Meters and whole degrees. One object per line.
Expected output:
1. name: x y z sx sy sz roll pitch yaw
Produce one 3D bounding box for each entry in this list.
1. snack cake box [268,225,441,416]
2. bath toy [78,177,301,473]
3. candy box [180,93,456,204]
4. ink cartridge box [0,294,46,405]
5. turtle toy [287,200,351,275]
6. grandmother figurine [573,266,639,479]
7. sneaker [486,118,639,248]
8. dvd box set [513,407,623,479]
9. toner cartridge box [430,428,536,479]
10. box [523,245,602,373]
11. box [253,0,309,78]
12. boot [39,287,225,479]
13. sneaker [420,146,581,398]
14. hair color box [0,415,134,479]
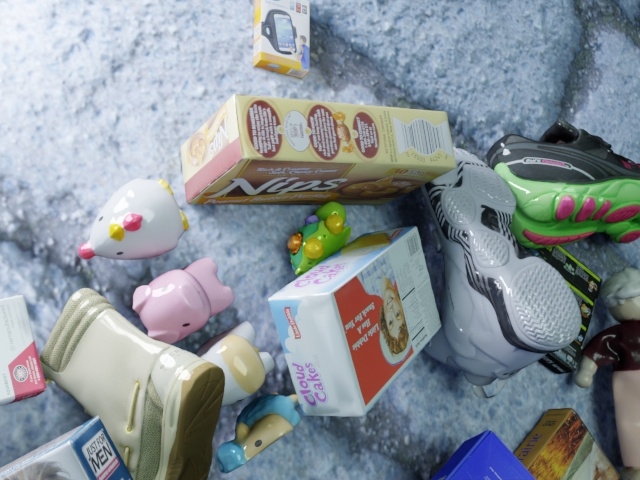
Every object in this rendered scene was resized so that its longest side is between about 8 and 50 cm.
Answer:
1. snack cake box: 0.055 0.094 1.037 0.264 0.089 0.152 -32 111 -57
2. bath toy: -0.158 0.091 0.958 0.129 0.151 0.348 -31 89 -25
3. candy box: -0.003 -0.110 1.081 0.316 0.183 0.088 0 75 -31
4. ink cartridge box: -0.381 0.129 0.861 0.150 0.063 0.109 -13 83 -33
5. turtle toy: 0.000 0.000 1.115 0.066 0.095 0.130 23 55 25
6. grandmother figurine: 0.508 0.209 1.317 0.207 0.104 0.343 3 73 -10
7. sneaker: 0.457 -0.108 1.348 0.482 0.185 0.202 0 58 -42
8. dvd box set: 0.319 0.490 1.168 0.420 0.062 0.308 -38 96 -33
9. toner cartridge box: 0.275 0.434 1.058 0.165 0.075 0.348 -37 82 -32
10. box: 0.355 0.088 1.318 0.190 0.045 0.184 35 59 -16
11. box: -0.056 -0.311 1.202 0.081 0.028 0.136 8 74 -28
12. boot: -0.221 0.201 0.905 0.203 0.262 0.095 28 30 23
13. sneaker: 0.205 0.044 1.179 0.137 0.210 0.366 -3 51 -32
14. hair color box: -0.221 0.372 0.799 0.173 0.105 0.347 -28 91 2
